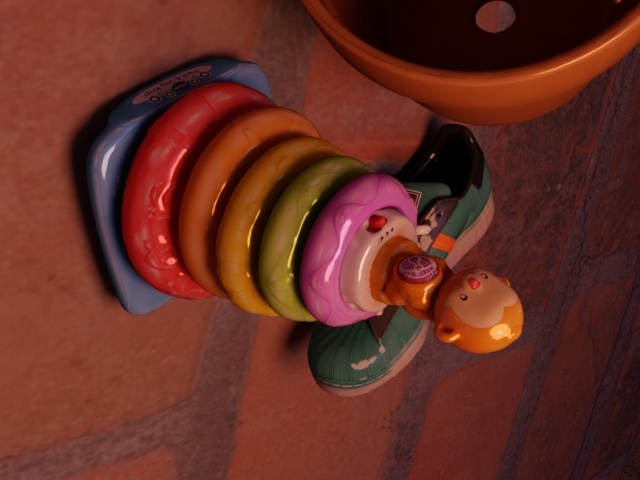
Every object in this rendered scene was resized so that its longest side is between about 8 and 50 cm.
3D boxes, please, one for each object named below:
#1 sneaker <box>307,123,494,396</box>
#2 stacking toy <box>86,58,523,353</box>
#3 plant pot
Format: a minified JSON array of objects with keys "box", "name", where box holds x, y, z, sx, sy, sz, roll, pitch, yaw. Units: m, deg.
[{"box":[0.072,0.007,0.912,0.302,0.108,0.121,-54,144,-31],"name":"sneaker"},{"box":[0.000,0.000,0.627,0.175,0.302,0.165,-35,135,-36],"name":"stacking toy"},{"box":[0.130,-0.214,0.723,0.290,0.291,0.203,-61,161,-7],"name":"plant pot"}]
